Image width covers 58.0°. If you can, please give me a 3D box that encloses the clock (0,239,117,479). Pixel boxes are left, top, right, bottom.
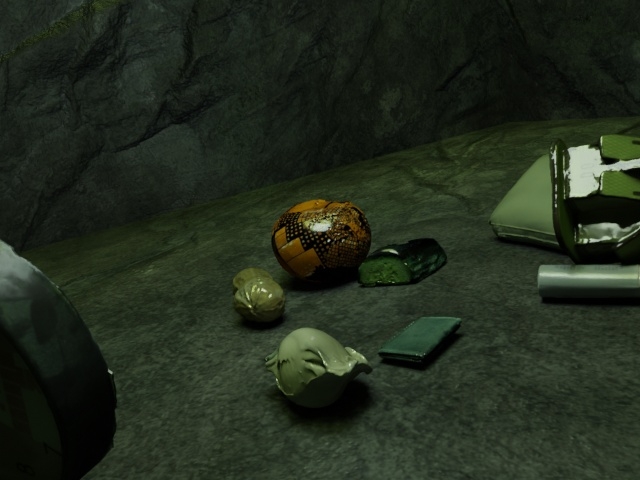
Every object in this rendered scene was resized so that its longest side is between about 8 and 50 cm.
[{"bbox_3d":[-0.420,0.156,0.675,0.386,0.386,0.076,-5,22,24],"label":"clock"}]

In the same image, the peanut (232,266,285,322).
[{"bbox_3d":[-0.131,0.111,1.188,0.098,0.090,0.214,-43,17,-3],"label":"peanut"}]

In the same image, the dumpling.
[{"bbox_3d":[0.002,0.179,0.816,0.127,0.108,0.188,9,-12,-29],"label":"dumpling"}]

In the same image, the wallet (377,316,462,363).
[{"bbox_3d":[0.157,0.157,0.910,0.088,0.026,0.129,-3,17,43],"label":"wallet"}]

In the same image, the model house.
[{"bbox_3d":[0.544,-0.069,0.945,0.279,0.204,0.218,-8,-25,36],"label":"model house"}]

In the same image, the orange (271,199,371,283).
[{"bbox_3d":[0.000,0.000,1.320,0.235,0.182,0.234,0,19,0],"label":"orange"}]

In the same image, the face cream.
[{"bbox_3d":[0.466,0.068,0.950,0.198,0.057,0.084,-1,6,30],"label":"face cream"}]

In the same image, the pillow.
[{"bbox_3d":[0.538,-0.088,1.245,0.255,0.120,0.322,-48,23,-10],"label":"pillow"}]

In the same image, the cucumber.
[{"bbox_3d":[0.181,0.040,1.244,0.193,0.085,0.115,-15,12,-39],"label":"cucumber"}]
